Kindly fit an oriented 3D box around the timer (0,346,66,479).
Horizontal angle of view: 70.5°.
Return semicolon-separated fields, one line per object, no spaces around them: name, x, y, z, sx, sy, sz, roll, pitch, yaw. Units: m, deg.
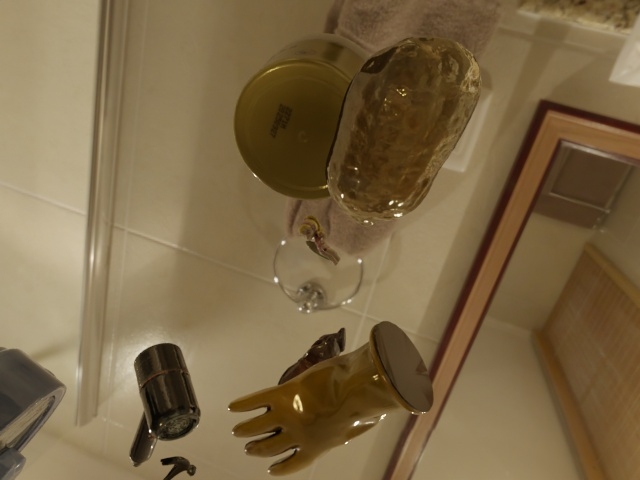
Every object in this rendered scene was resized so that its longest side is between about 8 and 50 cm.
timer;-0.593;0.356;0.759;0.173;0.395;0.395;39;-158;-3

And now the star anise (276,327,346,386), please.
star anise;-0.017;0.268;0.985;0.063;0.208;0.172;46;180;8

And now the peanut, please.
peanut;0.074;-0.108;0.480;0.129;0.224;0.129;17;-142;-14

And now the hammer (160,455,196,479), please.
hammer;-0.337;0.501;0.871;0.201;0.078;0.021;-44;-145;-17

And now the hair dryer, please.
hair dryer;-0.367;0.418;1.004;0.107;0.352;0.189;3;-146;-36

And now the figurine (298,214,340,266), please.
figurine;0.000;0.000;1.418;0.187;0.083;0.083;47;-149;15

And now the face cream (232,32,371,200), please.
face cream;-0.010;-0.198;0.722;0.218;0.218;0.179;16;-144;1

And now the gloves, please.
gloves;-0.007;0.225;0.608;0.133;0.294;0.116;56;-156;2
